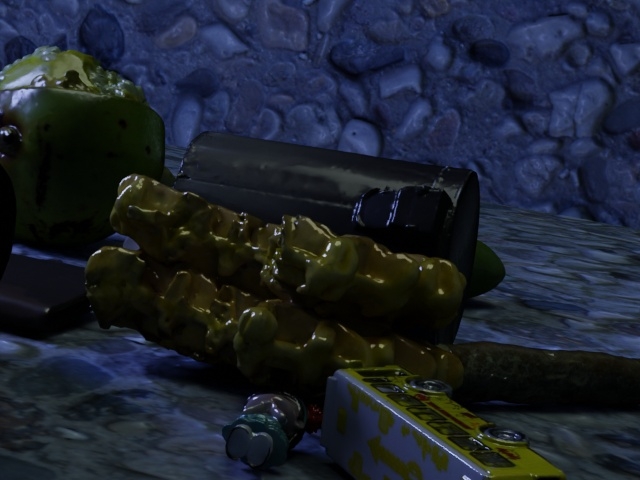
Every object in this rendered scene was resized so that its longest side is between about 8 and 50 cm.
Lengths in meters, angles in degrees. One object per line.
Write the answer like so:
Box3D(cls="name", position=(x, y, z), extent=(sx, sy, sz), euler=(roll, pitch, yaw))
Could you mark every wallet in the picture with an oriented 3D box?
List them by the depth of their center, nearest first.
Box3D(cls="wallet", position=(-0.370, 0.036, 1.351), extent=(0.310, 0.042, 0.165), euler=(10, 9, 15))

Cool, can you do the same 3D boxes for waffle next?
Box3D(cls="waffle", position=(-0.037, 0.048, 1.161), extent=(0.261, 0.151, 0.324), euler=(22, -3, -43))

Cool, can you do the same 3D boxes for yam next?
Box3D(cls="yam", position=(0.213, 0.130, 1.299), extent=(0.274, 0.061, 0.061), euler=(6, 8, -31))

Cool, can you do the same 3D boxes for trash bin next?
Box3D(cls="trash bin", position=(0.000, 0.000, 1.441), extent=(0.302, 0.202, 0.252), euler=(10, -20, 15))

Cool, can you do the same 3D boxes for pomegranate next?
Box3D(cls="pomegranate", position=(-0.312, -0.107, 1.777), extent=(0.260, 0.260, 0.341), euler=(14, -8, 34))

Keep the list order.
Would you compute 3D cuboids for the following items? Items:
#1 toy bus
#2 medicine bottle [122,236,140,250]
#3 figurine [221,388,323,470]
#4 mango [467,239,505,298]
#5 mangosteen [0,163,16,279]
Box3D(cls="toy bus", position=(0.079, 0.151, 0.921), extent=(0.074, 0.081, 0.226), euler=(0, 14, -25))
Box3D(cls="medicine bottle", position=(-0.193, 0.016, 1.668), extent=(0.089, 0.052, 0.052), euler=(2, 10, -42))
Box3D(cls="figurine", position=(-0.035, 0.137, 0.988), extent=(0.060, 0.047, 0.106), euler=(2, 8, 12))
Box3D(cls="mango", position=(0.134, 0.022, 1.790), extent=(0.251, 0.114, 0.156), euler=(1, 4, -42))
Box3D(cls="mangosteen", position=(-0.376, -0.048, 1.073), extent=(0.233, 0.287, 0.287), euler=(-16, 6, 6))
